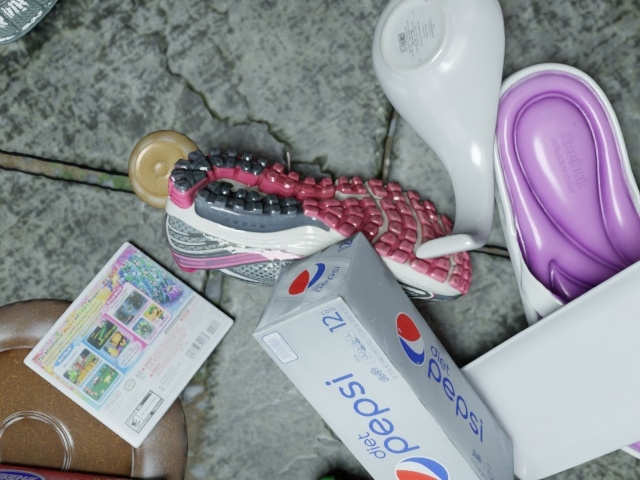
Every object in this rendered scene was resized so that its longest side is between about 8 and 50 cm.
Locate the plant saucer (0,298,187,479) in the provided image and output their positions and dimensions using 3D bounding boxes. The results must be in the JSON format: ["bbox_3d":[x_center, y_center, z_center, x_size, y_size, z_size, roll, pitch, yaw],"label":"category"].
[{"bbox_3d":[-0.299,0.219,0.745,0.310,0.050,0.311,0,93,6],"label":"plant saucer"}]

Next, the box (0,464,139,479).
[{"bbox_3d":[-0.314,0.305,0.652,0.299,0.154,0.142,4,93,7],"label":"box"}]

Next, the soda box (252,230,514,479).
[{"bbox_3d":[0.068,0.138,0.617,0.091,0.098,0.286,-26,114,27],"label":"soda box"}]

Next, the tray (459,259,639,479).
[{"bbox_3d":[0.235,0.123,0.627,0.145,0.030,0.270,43,132,-4],"label":"tray"}]

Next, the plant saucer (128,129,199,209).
[{"bbox_3d":[-0.163,-0.074,0.727,0.083,0.015,0.083,0,94,7],"label":"plant saucer"}]

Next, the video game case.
[{"bbox_3d":[-0.192,0.103,0.711,0.143,0.019,0.157,36,73,3],"label":"video game case"}]

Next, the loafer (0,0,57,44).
[{"bbox_3d":[-0.284,-0.325,0.705,0.096,0.084,0.268,23,101,-27],"label":"loafer"}]

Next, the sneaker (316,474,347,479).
[{"bbox_3d":[-0.043,0.388,0.700,0.146,0.134,0.343,36,88,10],"label":"sneaker"}]

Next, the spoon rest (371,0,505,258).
[{"bbox_3d":[0.113,-0.119,0.645,0.137,0.084,0.276,-13,75,38],"label":"spoon rest"}]

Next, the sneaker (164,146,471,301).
[{"bbox_3d":[0.000,0.000,0.677,0.299,0.121,0.112,15,128,-1],"label":"sneaker"}]

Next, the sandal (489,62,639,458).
[{"bbox_3d":[0.263,0.034,0.644,0.169,0.102,0.416,-28,90,7],"label":"sandal"}]
